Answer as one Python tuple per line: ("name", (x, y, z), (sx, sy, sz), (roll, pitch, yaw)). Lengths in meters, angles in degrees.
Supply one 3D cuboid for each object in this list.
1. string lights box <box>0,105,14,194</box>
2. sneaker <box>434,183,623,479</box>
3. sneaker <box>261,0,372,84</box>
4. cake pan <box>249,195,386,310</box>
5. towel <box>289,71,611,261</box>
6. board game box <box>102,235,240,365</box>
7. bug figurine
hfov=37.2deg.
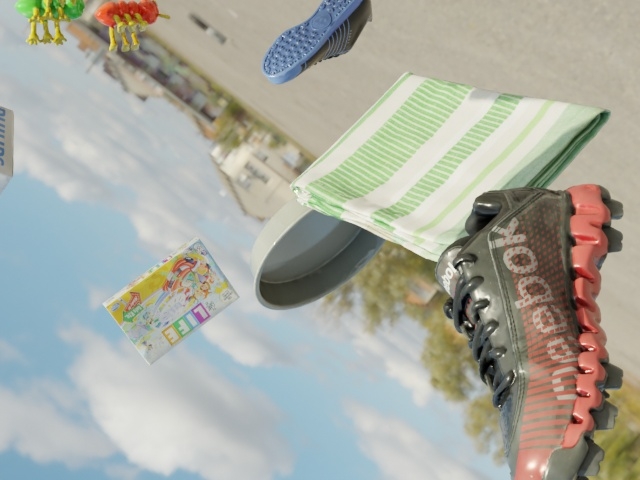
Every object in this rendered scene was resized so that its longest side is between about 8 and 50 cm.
("string lights box", (-0.353, -0.068, 0.625), (0.260, 0.133, 0.076), (21, -144, -34))
("sneaker", (0.145, 0.065, 0.693), (0.135, 0.276, 0.097), (10, 142, 4))
("sneaker", (0.003, -0.326, 1.568), (0.081, 0.232, 0.090), (36, 166, 35))
("cake pan", (0.000, 0.000, 1.611), (0.054, 0.293, 0.293), (51, -171, 27))
("towel", (0.131, -0.096, 1.099), (0.325, 0.248, 0.038), (24, 154, 53))
("board game box", (-0.200, 0.081, 1.287), (0.103, 0.154, 0.026), (57, 166, -19))
("bug figurine", (-0.277, -0.330, 1.230), (0.279, 0.216, 0.072), (-31, 71, 63))
